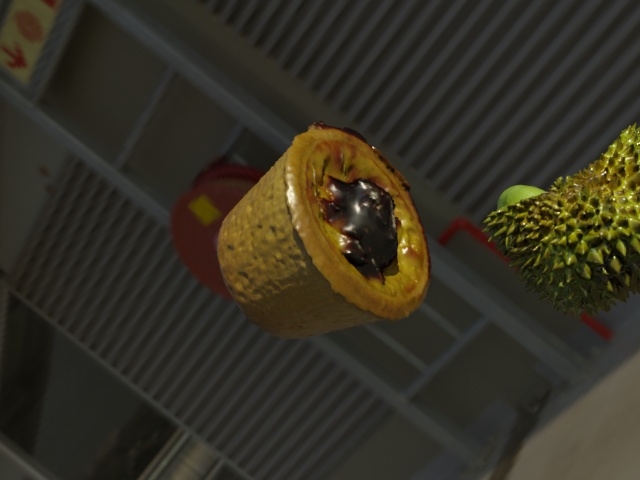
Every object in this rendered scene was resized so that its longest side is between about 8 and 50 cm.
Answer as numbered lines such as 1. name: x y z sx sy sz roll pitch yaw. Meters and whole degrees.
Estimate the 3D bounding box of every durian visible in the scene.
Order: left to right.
1. durian: 0.310 -0.013 1.427 0.237 0.176 0.200 -28 0 -35

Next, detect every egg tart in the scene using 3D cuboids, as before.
1. egg tart: 0.000 0.000 1.303 0.171 0.215 0.215 -27 14 33
